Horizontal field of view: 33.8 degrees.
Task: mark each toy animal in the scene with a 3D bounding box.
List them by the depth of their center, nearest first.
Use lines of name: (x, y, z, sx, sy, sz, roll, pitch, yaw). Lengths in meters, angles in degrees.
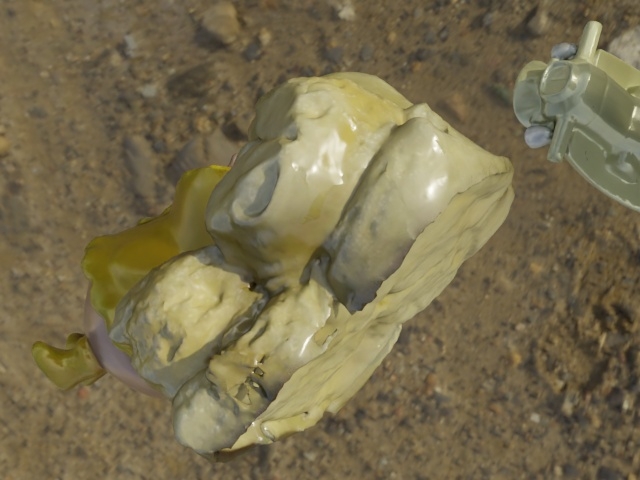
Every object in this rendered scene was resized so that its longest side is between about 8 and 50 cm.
toy animal: (-0.070, 0.030, 0.677, 0.229, 0.156, 0.156, -27, 104, 9)

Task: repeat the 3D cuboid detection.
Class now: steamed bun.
steamed bun: (0.000, 0.000, 0.487, 0.106, 0.192, 0.177, 45, 111, 16)

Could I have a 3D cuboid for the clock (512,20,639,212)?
clock: (0.303, -0.092, 0.771, 0.276, 0.120, 0.379, 22, 163, -9)
